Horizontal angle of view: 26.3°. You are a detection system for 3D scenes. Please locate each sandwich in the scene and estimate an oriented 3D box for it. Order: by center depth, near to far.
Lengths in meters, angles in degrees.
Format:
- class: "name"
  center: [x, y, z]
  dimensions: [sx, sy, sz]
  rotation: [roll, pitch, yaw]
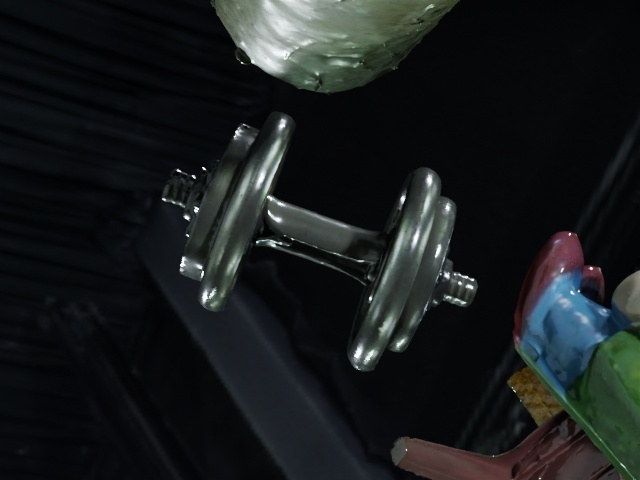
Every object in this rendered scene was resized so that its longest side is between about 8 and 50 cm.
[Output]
- class: "sandwich"
  center: [0.323, 0.258, 1.666]
  dimensions: [0.065, 0.215, 0.186]
  rotation: [-34, -126, 3]

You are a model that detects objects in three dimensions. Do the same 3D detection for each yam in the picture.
- class: "yam"
  center: [0.027, -0.227, 0.981]
  dimensions: [0.300, 0.195, 0.195]
  rotation: [144, -44, -76]

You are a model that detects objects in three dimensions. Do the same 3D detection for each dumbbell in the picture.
- class: "dumbbell"
  center: [0.000, 0.000, 1.211]
  dimensions: [0.192, 0.289, 0.192]
  rotation: [-160, -90, -88]

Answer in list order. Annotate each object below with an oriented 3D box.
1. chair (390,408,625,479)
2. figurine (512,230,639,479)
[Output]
- class: "chair"
  center: [0.238, 0.219, 1.074]
  dimensions: [0.175, 0.326, 0.183]
  rotation: [-40, -127, 18]
- class: "figurine"
  center: [0.216, 0.023, 0.592]
  dimensions: [0.234, 0.127, 0.185]
  rotation: [-43, -134, 4]
